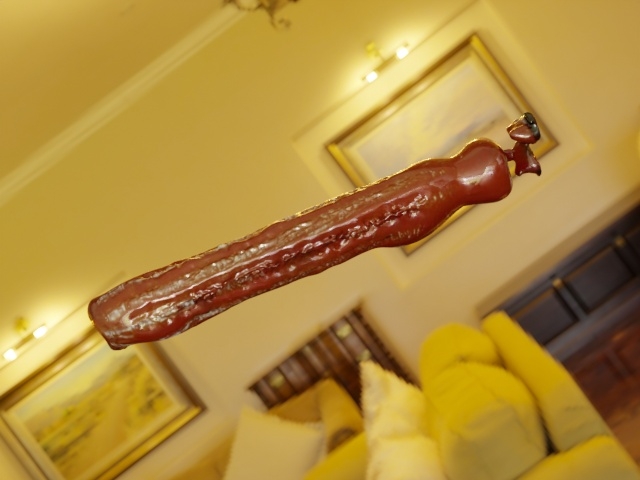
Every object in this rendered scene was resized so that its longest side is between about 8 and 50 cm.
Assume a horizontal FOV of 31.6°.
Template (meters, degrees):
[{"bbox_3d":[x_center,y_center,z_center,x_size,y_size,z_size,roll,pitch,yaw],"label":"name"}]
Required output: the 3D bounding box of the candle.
[{"bbox_3d":[0.000,0.000,0.772,0.329,0.051,0.048,-23,-16,-3],"label":"candle"}]
